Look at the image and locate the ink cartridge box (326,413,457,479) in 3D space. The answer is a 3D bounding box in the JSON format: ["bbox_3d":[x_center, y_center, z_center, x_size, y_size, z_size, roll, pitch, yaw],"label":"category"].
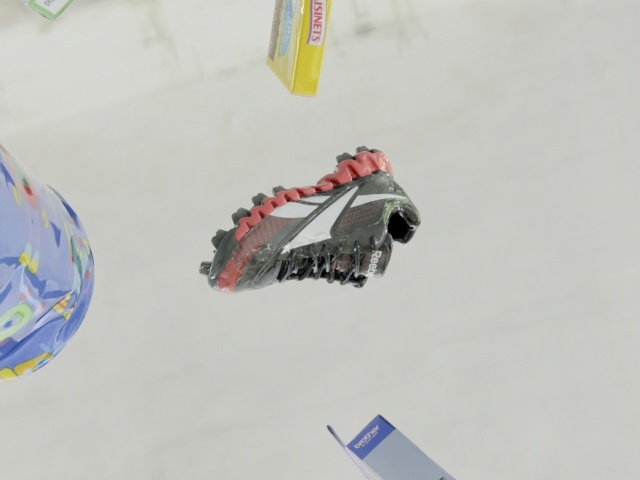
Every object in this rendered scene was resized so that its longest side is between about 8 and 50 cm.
[{"bbox_3d":[0.137,0.290,1.759,0.065,0.186,0.311,-45,-147,-9],"label":"ink cartridge box"}]

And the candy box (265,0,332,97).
[{"bbox_3d":[-0.009,-0.225,1.355,0.027,0.206,0.105,3,-162,-17],"label":"candy box"}]

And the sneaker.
[{"bbox_3d":[0.000,0.000,1.855,0.276,0.097,0.135,-28,-116,-34],"label":"sneaker"}]

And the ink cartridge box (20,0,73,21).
[{"bbox_3d":[-0.193,-0.294,1.407,0.209,0.062,0.109,-45,-106,7],"label":"ink cartridge box"}]

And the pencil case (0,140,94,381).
[{"bbox_3d":[-0.202,0.001,0.846,0.133,0.306,0.119,-39,-101,-2],"label":"pencil case"}]
